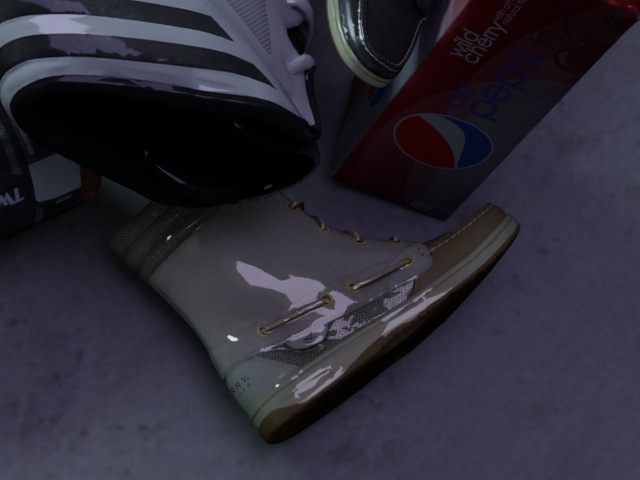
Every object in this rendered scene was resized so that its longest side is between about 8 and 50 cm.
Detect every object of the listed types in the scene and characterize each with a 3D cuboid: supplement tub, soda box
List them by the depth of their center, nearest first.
[{"bbox_3d":[-0.228,-0.033,1.053,0.198,0.106,0.106,-27,74,-25],"label":"supplement tub"},{"bbox_3d":[0.093,-0.112,1.087,0.083,0.263,0.092,20,60,-11],"label":"soda box"}]

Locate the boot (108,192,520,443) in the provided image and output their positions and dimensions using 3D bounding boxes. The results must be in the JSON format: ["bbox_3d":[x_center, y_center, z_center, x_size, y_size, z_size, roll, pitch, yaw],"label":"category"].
[{"bbox_3d":[0.000,0.000,1.119,0.213,0.077,0.165,-35,76,-26],"label":"boot"}]

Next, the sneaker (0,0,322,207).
[{"bbox_3d":[-0.047,-0.148,1.104,0.447,0.169,0.257,-19,81,-47],"label":"sneaker"}]

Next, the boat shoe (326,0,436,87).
[{"bbox_3d":[0.042,-0.150,1.031,0.056,0.049,0.152,32,47,-28],"label":"boat shoe"}]
